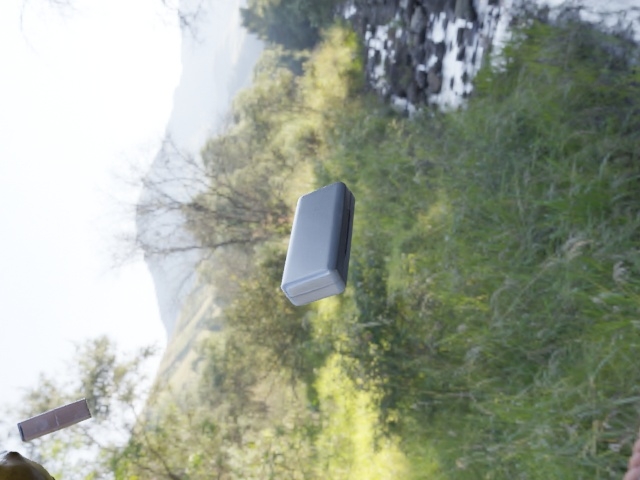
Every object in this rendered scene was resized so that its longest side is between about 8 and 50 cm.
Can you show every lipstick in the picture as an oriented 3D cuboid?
[{"bbox_3d":[-0.575,0.390,1.530,0.045,0.145,0.045,119,130,-67],"label":"lipstick"}]

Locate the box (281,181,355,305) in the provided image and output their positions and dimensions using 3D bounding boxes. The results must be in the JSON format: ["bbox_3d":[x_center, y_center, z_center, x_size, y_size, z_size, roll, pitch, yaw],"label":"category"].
[{"bbox_3d":[0.000,0.000,1.183,0.055,0.103,0.243,56,-154,-33],"label":"box"}]

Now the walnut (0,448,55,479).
[{"bbox_3d":[-0.477,0.466,0.984,0.209,0.209,0.336,101,174,-70],"label":"walnut"}]
